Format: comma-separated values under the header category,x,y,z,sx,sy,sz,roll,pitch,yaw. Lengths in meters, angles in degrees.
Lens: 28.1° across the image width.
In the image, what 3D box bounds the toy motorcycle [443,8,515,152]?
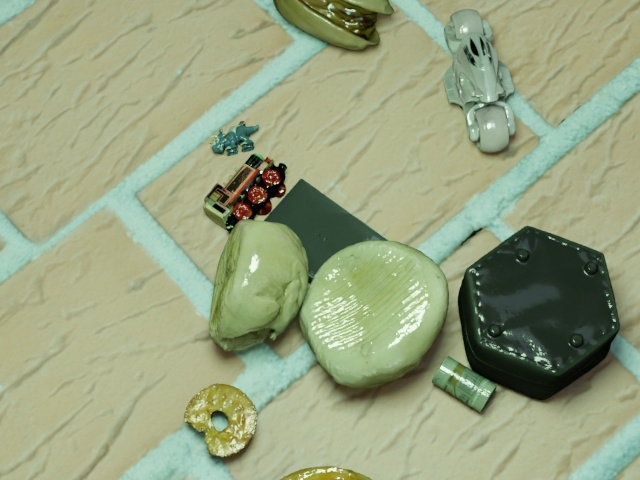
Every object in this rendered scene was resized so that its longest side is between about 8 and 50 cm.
category,x,y,z,sx,sy,sz,roll,pitch,yaw
toy motorcycle,0.249,-0.259,1.996,0.113,0.112,0.254,-9,66,-2

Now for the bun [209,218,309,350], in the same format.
category,x,y,z,sx,sy,sz,roll,pitch,yaw
bun,-0.084,0.070,1.837,0.128,0.178,0.193,16,74,-14

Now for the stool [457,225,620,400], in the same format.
category,x,y,z,sx,sy,sz,roll,pitch,yaw
stool,0.308,0.103,1.825,0.232,0.141,0.232,-1,67,2

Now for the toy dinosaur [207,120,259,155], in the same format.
category,x,y,z,sx,sy,sz,roll,pitch,yaw
toy dinosaur,-0.134,-0.162,2.011,0.083,0.030,0.047,-16,70,-5

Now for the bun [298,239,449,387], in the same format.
category,x,y,z,sx,sy,sz,roll,pitch,yaw
bun,0.084,0.109,1.836,0.231,0.133,0.231,-13,59,23

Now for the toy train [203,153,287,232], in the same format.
category,x,y,z,sx,sy,sz,roll,pitch,yaw
toy train,-0.113,-0.076,1.965,0.087,0.050,0.138,34,72,18

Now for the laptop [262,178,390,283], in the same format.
category,x,y,z,sx,sy,sz,roll,pitch,yaw
laptop,0.000,0.000,1.948,0.180,0.016,0.129,36,73,15

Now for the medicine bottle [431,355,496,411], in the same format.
category,x,y,z,sx,sy,sz,roll,pitch,yaw
medicine bottle,0.207,0.206,1.837,0.083,0.047,0.047,31,72,14

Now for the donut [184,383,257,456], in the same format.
category,x,y,z,sx,sy,sz,roll,pitch,yaw
donut,-0.138,0.260,1.830,0.097,0.043,0.108,-31,69,-10

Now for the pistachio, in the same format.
category,x,y,z,sx,sy,sz,roll,pitch,yaw
pistachio,0.017,-0.388,2.060,0.206,0.131,0.129,30,116,8

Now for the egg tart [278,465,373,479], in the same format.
category,x,y,z,sx,sy,sz,roll,pitch,yaw
egg tart,0.010,0.443,1.714,0.288,0.118,0.288,0,71,-1
